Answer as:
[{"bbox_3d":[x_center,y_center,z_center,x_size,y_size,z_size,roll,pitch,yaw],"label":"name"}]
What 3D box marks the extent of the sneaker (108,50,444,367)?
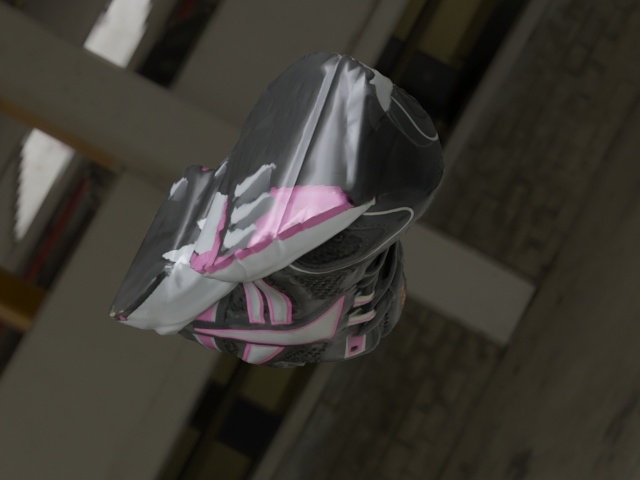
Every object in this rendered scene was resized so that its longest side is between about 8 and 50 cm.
[{"bbox_3d":[0.000,0.000,0.485,0.178,0.077,0.072,-24,42,66],"label":"sneaker"}]
